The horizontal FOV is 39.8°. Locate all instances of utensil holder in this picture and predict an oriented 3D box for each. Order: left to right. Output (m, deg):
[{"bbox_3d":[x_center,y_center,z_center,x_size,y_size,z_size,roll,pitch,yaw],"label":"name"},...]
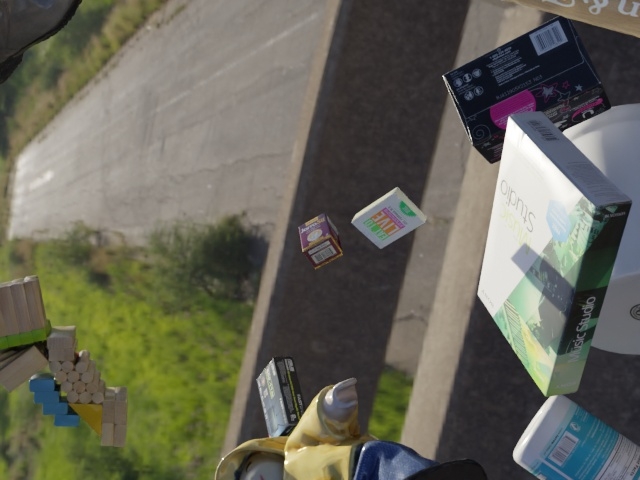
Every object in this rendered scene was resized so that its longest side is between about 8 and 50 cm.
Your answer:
[{"bbox_3d":[0.617,-0.016,1.721,0.327,0.328,0.385,-49,27,49],"label":"utensil holder"}]

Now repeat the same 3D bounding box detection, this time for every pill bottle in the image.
[{"bbox_3d":[0.478,0.394,1.523,0.146,0.264,0.146,-51,-14,-18],"label":"pill bottle"}]

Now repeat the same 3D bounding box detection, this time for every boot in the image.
[{"bbox_3d":[-0.521,-0.353,1.360,0.338,0.223,0.118,-45,76,23],"label":"boot"}]

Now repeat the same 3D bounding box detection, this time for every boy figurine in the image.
[{"bbox_3d":[0.011,0.195,0.693,0.285,0.092,0.177,-3,88,57],"label":"boy figurine"}]

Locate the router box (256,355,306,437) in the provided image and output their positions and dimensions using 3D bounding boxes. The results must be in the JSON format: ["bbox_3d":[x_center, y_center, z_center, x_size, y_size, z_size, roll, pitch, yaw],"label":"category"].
[{"bbox_3d":[-0.064,0.267,1.471,0.092,0.038,0.122,-55,43,50],"label":"router box"}]

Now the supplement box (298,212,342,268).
[{"bbox_3d":[0.000,0.000,1.455,0.055,0.043,0.083,-30,29,9],"label":"supplement box"}]

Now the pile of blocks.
[{"bbox_3d":[-0.464,0.215,1.536,0.149,0.362,0.112,-35,12,-5],"label":"pile of blocks"}]

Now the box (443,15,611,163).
[{"bbox_3d":[0.381,-0.276,1.635,0.247,0.142,0.163,-25,69,18],"label":"box"}]

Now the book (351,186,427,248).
[{"bbox_3d":[0.151,-0.048,1.941,0.144,0.096,0.035,-35,16,43],"label":"book"}]

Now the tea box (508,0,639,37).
[{"bbox_3d":[0.208,-0.272,0.390,0.329,0.220,0.323,26,152,32],"label":"tea box"}]

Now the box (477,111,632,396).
[{"bbox_3d":[0.304,0.020,1.205,0.232,0.059,0.322,-116,21,-51],"label":"box"}]
